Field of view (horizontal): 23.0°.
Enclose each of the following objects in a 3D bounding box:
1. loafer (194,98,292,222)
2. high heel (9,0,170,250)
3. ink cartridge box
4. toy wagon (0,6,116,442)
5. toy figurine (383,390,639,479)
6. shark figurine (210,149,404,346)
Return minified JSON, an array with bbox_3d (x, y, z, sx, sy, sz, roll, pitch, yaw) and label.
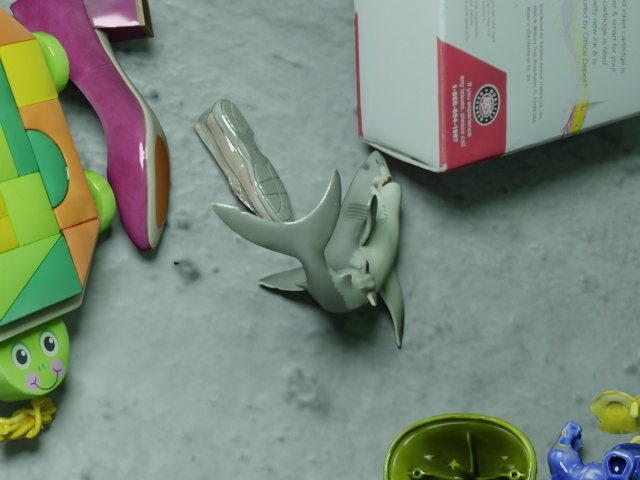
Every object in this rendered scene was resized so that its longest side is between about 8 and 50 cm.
[{"bbox_3d":[-0.067,-0.060,1.353,0.045,0.039,0.125,-8,68,-60],"label":"loafer"},{"bbox_3d":[-0.194,-0.104,1.311,0.117,0.082,0.244,-9,80,5],"label":"high heel"},{"bbox_3d":[0.184,-0.209,1.390,0.306,0.131,0.226,-17,115,-34],"label":"ink cartridge box"},{"bbox_3d":[-0.253,-0.021,1.167,0.267,0.068,0.344,-25,97,-57],"label":"toy wagon"},{"bbox_3d":[0.257,0.224,1.288,0.362,0.217,0.191,-8,79,22],"label":"toy figurine"},{"bbox_3d":[-0.005,0.020,1.281,0.116,0.278,0.166,-4,96,17],"label":"shark figurine"}]
